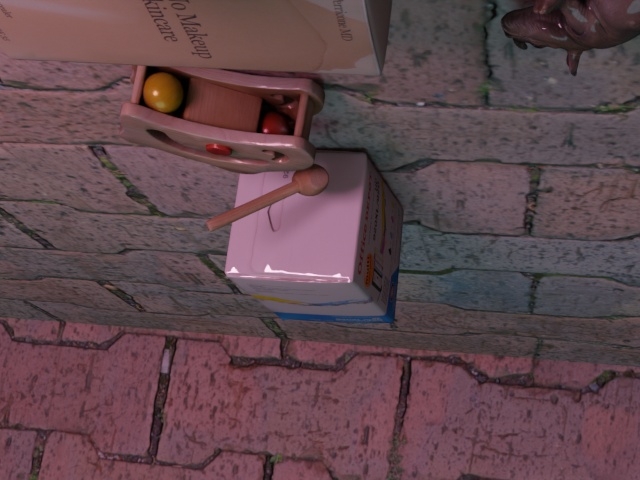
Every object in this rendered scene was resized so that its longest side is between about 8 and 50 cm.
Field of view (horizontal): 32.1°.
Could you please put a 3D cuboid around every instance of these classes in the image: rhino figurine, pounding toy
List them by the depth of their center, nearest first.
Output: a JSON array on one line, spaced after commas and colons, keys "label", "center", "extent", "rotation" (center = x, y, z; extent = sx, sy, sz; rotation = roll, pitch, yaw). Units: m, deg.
[{"label": "rhino figurine", "center": [0.219, -0.189, 0.871], "extent": [0.106, 0.073, 0.243], "rotation": [15, 164, -16]}, {"label": "pounding toy", "center": [-0.089, -0.095, 1.177], "extent": [0.270, 0.154, 0.154], "rotation": [15, 167, -27]}]

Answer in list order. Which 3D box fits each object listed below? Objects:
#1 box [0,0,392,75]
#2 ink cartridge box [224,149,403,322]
[{"label": "box", "center": [-0.105, -0.212, 0.833], "extent": [0.311, 0.121, 0.148], "rotation": [4, 163, 11]}, {"label": "ink cartridge box", "center": [0.000, 0.000, 1.450], "extent": [0.168, 0.171, 0.232], "rotation": [2, 164, 17]}]
